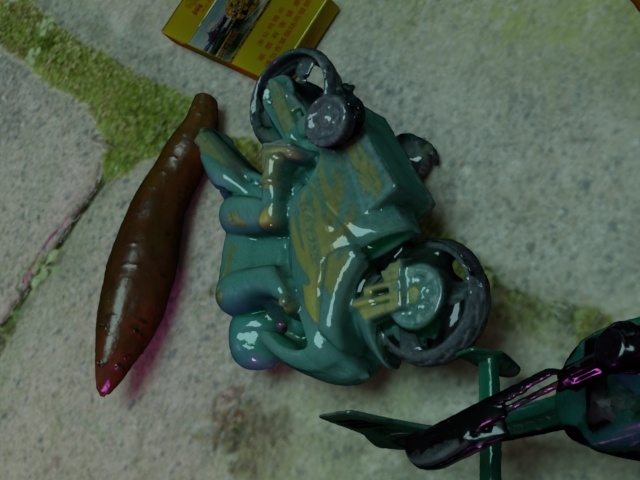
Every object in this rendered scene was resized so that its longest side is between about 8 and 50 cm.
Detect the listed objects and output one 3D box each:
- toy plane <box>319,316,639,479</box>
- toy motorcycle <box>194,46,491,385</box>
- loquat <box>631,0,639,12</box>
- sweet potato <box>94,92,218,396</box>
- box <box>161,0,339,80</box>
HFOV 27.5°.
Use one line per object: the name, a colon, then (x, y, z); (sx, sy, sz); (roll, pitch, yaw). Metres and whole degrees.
toy plane: (0.176, 0.084, 0.731); (0.382, 0.155, 0.106); (-21, 56, 44)
toy motorcycle: (-0.001, -0.001, 0.931); (0.198, 0.109, 0.296); (-42, 52, 22)
loquat: (0.305, -0.230, 0.698); (0.360, 0.328, 0.328); (23, 81, 25)
sweet potato: (-0.135, -0.001, 1.042); (0.057, 0.057, 0.264); (-1, 65, 34)
box: (-0.062, -0.187, 1.108); (0.155, 0.023, 0.087); (29, 87, 40)
